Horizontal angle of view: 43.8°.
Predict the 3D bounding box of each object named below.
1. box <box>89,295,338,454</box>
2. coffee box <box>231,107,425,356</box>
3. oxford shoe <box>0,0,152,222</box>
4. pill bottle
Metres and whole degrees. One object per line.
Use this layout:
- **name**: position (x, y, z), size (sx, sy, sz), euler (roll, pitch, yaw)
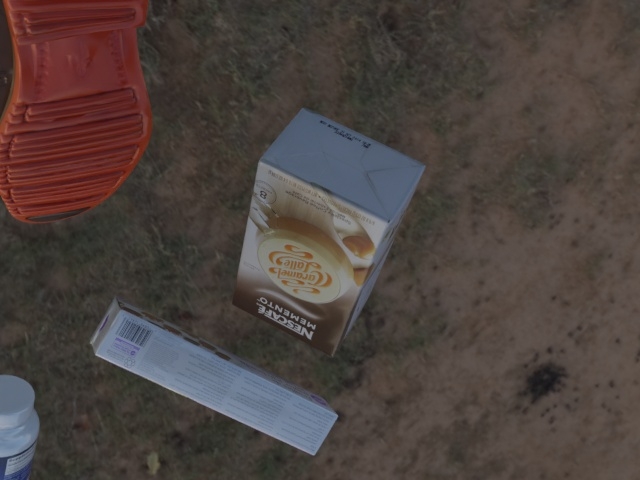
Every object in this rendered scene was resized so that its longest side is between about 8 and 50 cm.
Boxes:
- **box**: position (-0.128, 0.172, 0.995), size (0.324, 0.063, 0.067), euler (30, 91, -24)
- **coffee box**: position (0.000, 0.000, 0.852), size (0.098, 0.141, 0.246), euler (-57, 169, -39)
- **oxford shoe**: position (-0.160, -0.114, 0.486), size (0.097, 0.098, 0.271), euler (-12, 149, -31)
- **pill bottle**: position (-0.285, 0.179, 0.700), size (0.067, 0.067, 0.120), euler (2, 123, -30)
